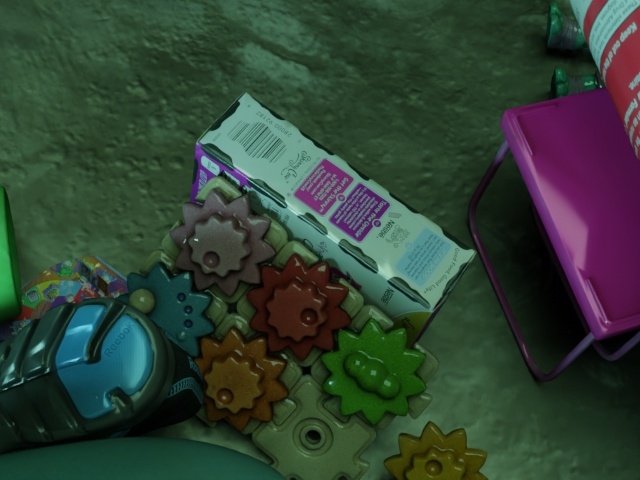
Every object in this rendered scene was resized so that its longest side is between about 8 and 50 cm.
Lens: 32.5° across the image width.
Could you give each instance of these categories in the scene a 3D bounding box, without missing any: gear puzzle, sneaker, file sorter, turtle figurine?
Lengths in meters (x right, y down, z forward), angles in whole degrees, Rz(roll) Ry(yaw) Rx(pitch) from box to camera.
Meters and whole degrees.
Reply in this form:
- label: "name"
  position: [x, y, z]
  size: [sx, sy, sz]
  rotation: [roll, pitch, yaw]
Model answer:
- label: "gear puzzle"
  position: [-0.011, 0.117, 0.877]
  size: [0.339, 0.044, 0.175]
  rotation: [40, 105, -1]
- label: "sneaker"
  position: [-0.253, 0.133, 0.836]
  size: [0.341, 0.139, 0.125]
  rotation: [-9, 70, 16]
- label: "file sorter"
  position: [0.305, -0.016, 0.980]
  size: [0.291, 0.182, 0.202]
  rotation: [-14, 69, -15]
- label: "turtle figurine"
  position: [0.350, -0.189, 1.109]
  size: [0.234, 0.118, 0.175]
  rotation: [-3, 49, 6]

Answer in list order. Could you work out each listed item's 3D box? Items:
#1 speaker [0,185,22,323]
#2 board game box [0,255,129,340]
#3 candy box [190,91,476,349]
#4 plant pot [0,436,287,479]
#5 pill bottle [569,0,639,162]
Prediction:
- label: "speaker"
  position: [-0.396, 0.027, 0.871]
  size: [0.297, 0.131, 0.131]
  rotation: [-7, 66, -13]
- label: "board game box"
  position: [-0.192, 0.085, 0.931]
  size: [0.169, 0.033, 0.133]
  rotation: [36, 64, 9]
- label: "candy box"
  position: [0.000, 0.000, 0.933]
  size: [0.233, 0.159, 0.071]
  rotation: [34, 63, 8]
- label: "plant pot"
  position: [-0.124, 0.263, 0.725]
  size: [0.235, 0.293, 0.293]
  rotation: [-12, 66, -31]
- label: "pill bottle"
  position: [0.350, -0.069, 0.783]
  size: [0.229, 0.229, 0.407]
  rotation: [-11, 69, -15]
